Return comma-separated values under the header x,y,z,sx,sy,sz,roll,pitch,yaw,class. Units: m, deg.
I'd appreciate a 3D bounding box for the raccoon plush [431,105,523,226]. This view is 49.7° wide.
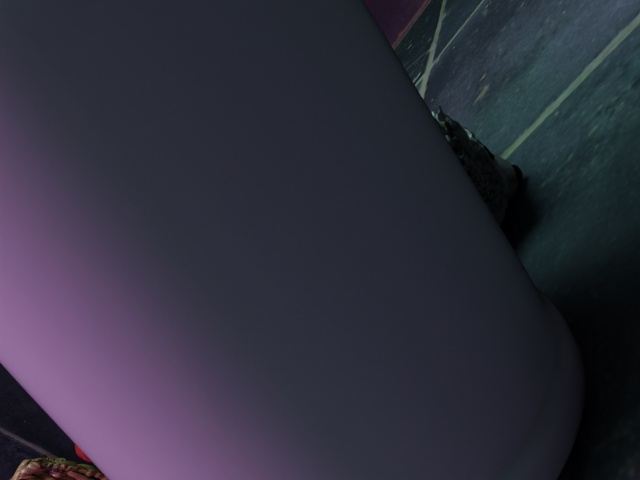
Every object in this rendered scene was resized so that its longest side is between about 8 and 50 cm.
x,y,z,sx,sy,sz,roll,pitch,yaw,class
0.000,0.000,0.772,0.446,0.216,0.299,-31,11,3,raccoon plush

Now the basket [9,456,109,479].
x,y,z,sx,sy,sz,roll,pitch,yaw,class
-0.416,0.503,1.185,0.214,0.299,0.223,-62,11,-26,basket

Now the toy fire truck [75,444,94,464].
x,y,z,sx,sy,sz,roll,pitch,yaw,class
-0.274,0.262,1.183,0.169,0.302,0.254,0,91,54,toy fire truck

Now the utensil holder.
x,y,z,sx,sy,sz,roll,pitch,yaw,class
-0.057,0.003,0.465,0.327,0.386,0.328,-30,21,13,utensil holder
